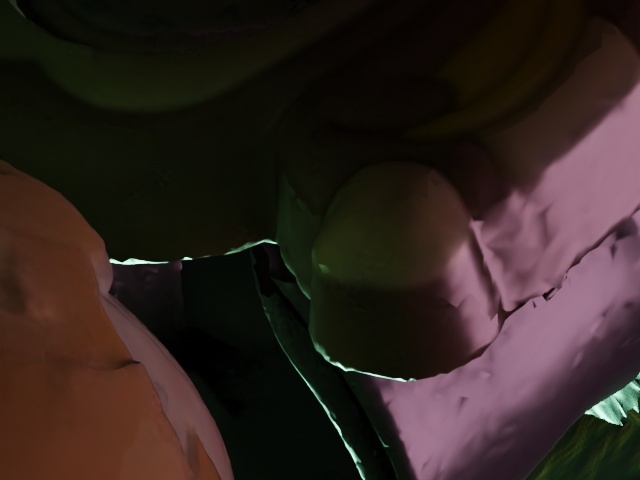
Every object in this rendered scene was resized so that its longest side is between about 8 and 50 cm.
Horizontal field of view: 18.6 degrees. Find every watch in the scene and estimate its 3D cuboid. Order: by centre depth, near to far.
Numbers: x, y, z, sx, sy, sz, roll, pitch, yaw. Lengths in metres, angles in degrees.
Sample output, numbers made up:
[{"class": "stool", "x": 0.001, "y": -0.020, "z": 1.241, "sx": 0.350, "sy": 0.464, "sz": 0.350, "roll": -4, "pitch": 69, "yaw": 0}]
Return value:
[{"class": "watch", "x": 0.000, "y": 0.000, "z": 0.793, "sx": 0.314, "sy": 0.335, "sz": 0.327, "roll": -42, "pitch": 141, "yaw": -25}]

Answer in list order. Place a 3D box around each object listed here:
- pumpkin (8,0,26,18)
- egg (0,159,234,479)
[{"class": "pumpkin", "x": -0.088, "y": -0.183, "z": 1.224, "sx": 0.293, "sy": 0.263, "sz": 0.197, "roll": -60, "pitch": -166, "yaw": -5}, {"class": "egg", "x": -0.124, "y": 0.094, "z": 0.476, "sx": 0.201, "sy": 0.201, "sz": 0.244, "roll": 112, "pitch": 4, "yaw": -47}]
